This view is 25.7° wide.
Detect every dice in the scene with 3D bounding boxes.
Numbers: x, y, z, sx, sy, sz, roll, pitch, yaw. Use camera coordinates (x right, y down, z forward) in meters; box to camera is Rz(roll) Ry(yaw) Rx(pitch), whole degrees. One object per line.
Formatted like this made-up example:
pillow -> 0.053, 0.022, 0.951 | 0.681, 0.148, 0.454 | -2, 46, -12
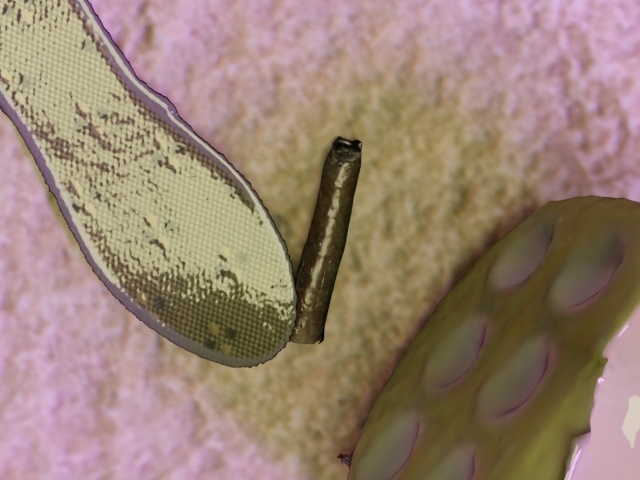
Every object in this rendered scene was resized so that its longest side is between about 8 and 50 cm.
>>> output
dice -> 0.185, 0.138, 0.795 | 0.250, 0.254, 0.252 | 35, 83, -15

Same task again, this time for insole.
insole -> -0.121, -0.054, 0.826 | 0.109, 0.007, 0.322 | -33, 104, 4

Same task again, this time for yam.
yam -> 0.000, 0.000, 0.864 | 0.033, 0.027, 0.129 | 9, 102, -13

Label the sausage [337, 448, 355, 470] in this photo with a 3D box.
sausage -> 0.116, 0.168, 0.924 | 0.223, 0.029, 0.029 | 16, 101, -13
